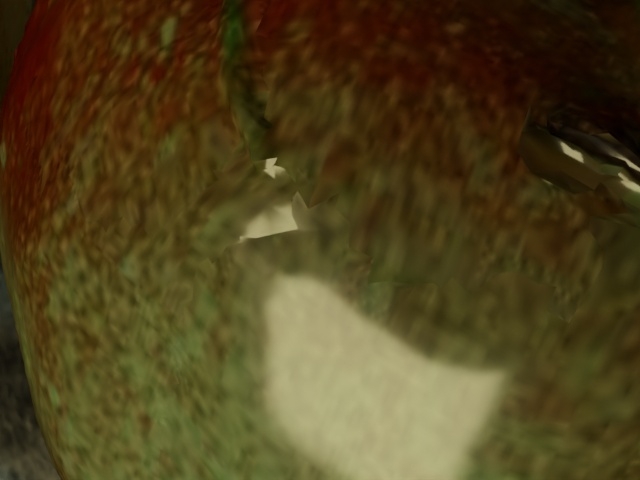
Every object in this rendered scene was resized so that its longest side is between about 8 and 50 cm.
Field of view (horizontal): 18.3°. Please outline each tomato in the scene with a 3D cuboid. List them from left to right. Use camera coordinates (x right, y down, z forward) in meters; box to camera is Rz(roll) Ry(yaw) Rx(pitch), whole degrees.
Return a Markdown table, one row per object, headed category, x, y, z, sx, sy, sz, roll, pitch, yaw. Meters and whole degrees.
| category | x | y | z | sx | sy | sz | roll | pitch | yaw |
| --- | --- | --- | --- | --- | --- | --- | --- | --- | --- |
| tomato | 0.056 | 0.012 | 0.549 | 0.303 | 0.303 | 0.239 | 37 | 127 | 25 |

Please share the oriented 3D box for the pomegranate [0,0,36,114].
| category | x | y | z | sx | sy | sz | roll | pitch | yaw |
| --- | --- | --- | --- | --- | --- | --- | --- | --- | --- |
| pomegranate | -0.284 | -0.114 | 0.720 | 0.417 | 0.417 | 0.416 | 13 | 112 | 36 |
